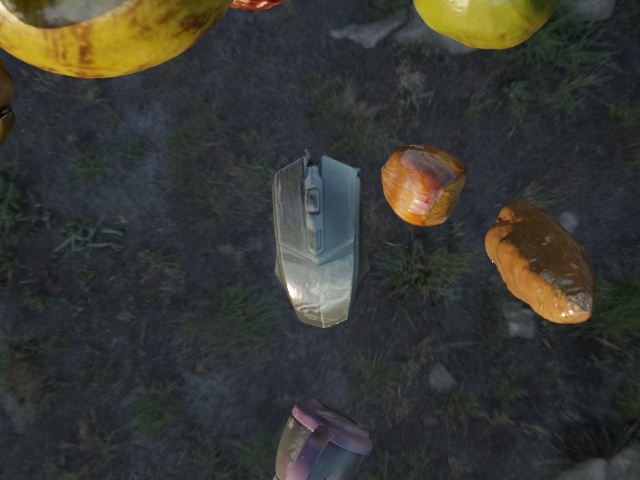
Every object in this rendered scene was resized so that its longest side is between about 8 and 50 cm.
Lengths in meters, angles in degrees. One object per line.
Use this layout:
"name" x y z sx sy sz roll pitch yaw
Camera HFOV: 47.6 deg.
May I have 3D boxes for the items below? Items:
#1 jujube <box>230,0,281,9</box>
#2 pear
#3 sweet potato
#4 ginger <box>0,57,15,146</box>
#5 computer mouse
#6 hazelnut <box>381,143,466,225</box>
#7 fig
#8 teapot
"jujube" -0.117 -0.536 1.364 0.197 0.290 0.197 16 123 25
"pear" -0.202 -0.282 0.660 0.281 0.281 0.280 0 89 7
"sweet potato" 0.240 0.027 0.796 0.097 0.251 0.097 0 111 1
"ginger" -0.360 -0.049 0.474 0.172 0.165 0.321 40 76 12
"computer mouse" -0.003 0.000 0.920 0.126 0.071 0.231 -1 99 7
"hazelnut" 0.184 -0.104 1.302 0.150 0.150 0.150 0 89 7
"fig" 0.324 -0.544 1.422 0.343 0.343 0.343 0 89 7
"teapot" -0.004 0.291 0.929 0.116 0.148 0.146 29 87 -15
